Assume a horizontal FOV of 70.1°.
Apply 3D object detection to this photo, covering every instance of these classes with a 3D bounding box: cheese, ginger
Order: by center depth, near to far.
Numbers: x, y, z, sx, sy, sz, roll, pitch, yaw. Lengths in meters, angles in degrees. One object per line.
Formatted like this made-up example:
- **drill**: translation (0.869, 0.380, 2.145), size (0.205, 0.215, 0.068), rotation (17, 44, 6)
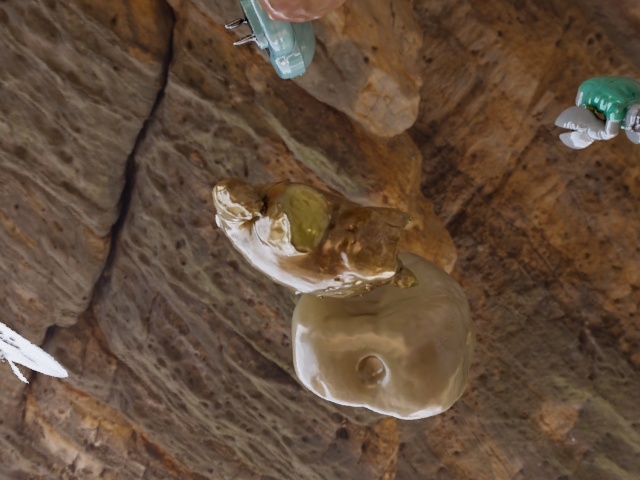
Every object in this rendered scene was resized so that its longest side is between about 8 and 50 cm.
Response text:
- **ginger**: translation (0.000, 0.000, 0.440), size (0.216, 0.157, 0.102), rotation (21, -113, -10)
- **cheese**: translation (0.081, 0.105, 0.543), size (0.235, 0.117, 0.218), rotation (-25, -151, -24)

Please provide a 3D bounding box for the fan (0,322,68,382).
- **fan**: translation (-0.423, 0.152, 0.607), size (0.191, 0.329, 0.009), rotation (30, -127, -7)

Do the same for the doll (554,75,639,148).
- **doll**: translation (0.594, -0.252, 0.935), size (0.195, 0.153, 0.258), rotation (18, -147, 23)

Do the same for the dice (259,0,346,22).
- **dice**: translation (-0.023, -0.342, 0.430), size (0.179, 0.175, 0.174), rotation (64, -170, 17)

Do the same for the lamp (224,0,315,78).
- **lamp**: translation (-0.095, -0.466, 0.995), size (0.209, 0.147, 0.284), rotation (63, -159, -8)
